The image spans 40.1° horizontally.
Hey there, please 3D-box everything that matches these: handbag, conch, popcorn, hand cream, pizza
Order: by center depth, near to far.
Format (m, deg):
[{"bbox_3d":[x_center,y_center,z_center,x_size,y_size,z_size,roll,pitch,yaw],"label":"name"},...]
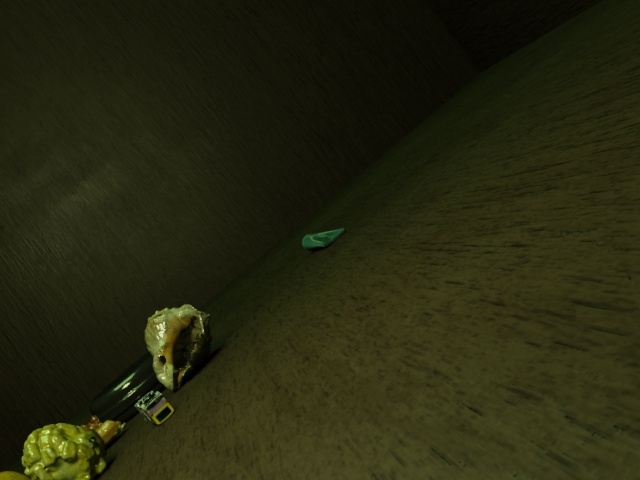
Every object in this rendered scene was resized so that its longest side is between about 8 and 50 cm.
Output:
[{"bbox_3d":[-0.516,0.440,1.782,0.142,0.173,0.173,-64,13,-17],"label":"popcorn"},{"bbox_3d":[-0.589,0.501,2.110,0.289,0.081,0.229,-41,5,6],"label":"pizza"},{"bbox_3d":[-0.339,0.254,2.119,0.178,0.162,0.245,-55,26,34],"label":"conch"},{"bbox_3d":[-0.489,0.384,2.336,0.253,0.093,0.308,-39,5,16],"label":"handbag"},{"bbox_3d":[0.000,0.000,2.485,0.083,0.048,0.224,-39,10,-20],"label":"hand cream"}]

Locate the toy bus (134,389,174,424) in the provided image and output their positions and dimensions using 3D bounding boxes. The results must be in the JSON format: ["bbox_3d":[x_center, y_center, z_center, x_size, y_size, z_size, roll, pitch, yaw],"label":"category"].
[{"bbox_3d":[-0.346,0.349,1.825,0.052,0.058,0.102,-41,10,-23],"label":"toy bus"}]

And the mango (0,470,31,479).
[{"bbox_3d":[-0.689,0.590,1.791,0.262,0.130,0.167,-52,2,-31],"label":"mango"}]
